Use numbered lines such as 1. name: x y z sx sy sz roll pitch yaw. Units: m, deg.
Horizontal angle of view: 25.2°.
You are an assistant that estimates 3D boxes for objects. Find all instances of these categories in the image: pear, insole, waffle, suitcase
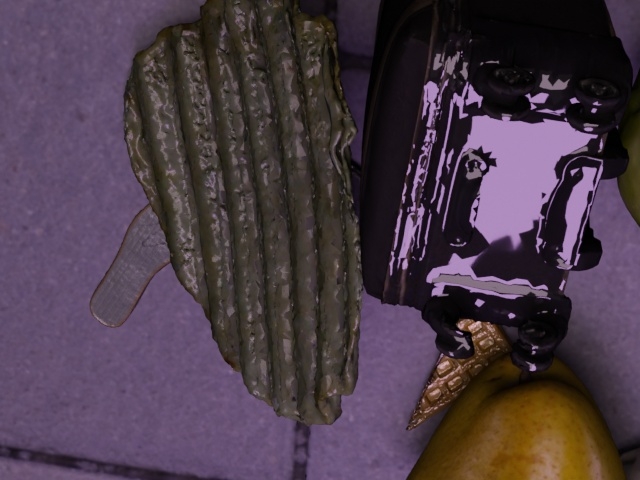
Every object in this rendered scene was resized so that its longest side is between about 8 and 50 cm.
1. pear: 0.206 0.197 1.419 0.266 0.267 0.178 8 87 8
2. insole: -0.192 0.019 1.539 0.064 0.004 0.188 36 111 -1
3. waffle: 0.128 0.128 1.503 0.152 0.023 0.097 -34 98 19
4. suitcase: 0.136 -0.117 1.202 0.194 0.434 0.283 9 123 0

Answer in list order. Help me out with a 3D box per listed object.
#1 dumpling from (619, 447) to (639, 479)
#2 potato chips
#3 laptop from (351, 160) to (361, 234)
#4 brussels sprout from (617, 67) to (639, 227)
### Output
1. dumpling: 0.379 0.280 1.477 0.176 0.092 0.150 -12 120 10
2. potato chips: -0.066 -0.035 1.358 0.358 0.070 0.429 -5 95 55
3. laptop: 0.000 0.000 1.490 0.129 0.016 0.180 37 110 -4
4. brussels sprout: 0.427 -0.075 1.274 0.316 0.242 0.274 -22 86 -1
